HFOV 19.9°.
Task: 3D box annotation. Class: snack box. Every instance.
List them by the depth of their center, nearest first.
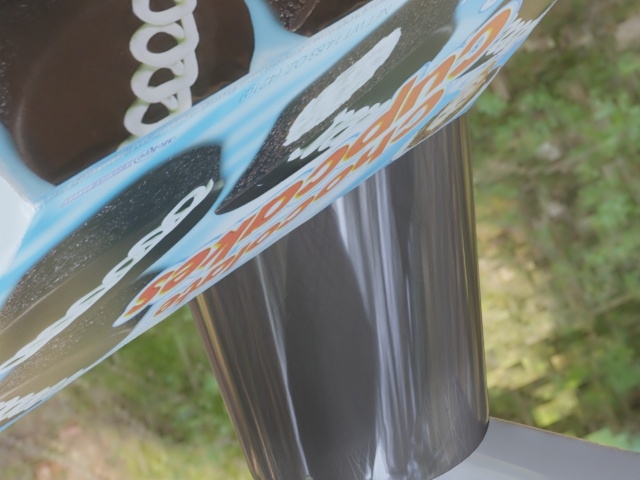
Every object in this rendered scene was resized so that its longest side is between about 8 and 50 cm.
[{"bbox_3d":[-0.020,-0.050,0.595,0.322,0.060,0.187,-35,170,-39],"label":"snack box"}]

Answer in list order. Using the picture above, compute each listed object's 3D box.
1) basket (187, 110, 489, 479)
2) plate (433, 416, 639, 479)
[{"bbox_3d":[0.000,0.000,0.901,0.154,0.227,0.204,-28,-154,-37],"label":"basket"},{"bbox_3d":[0.170,0.232,1.070,0.277,0.278,0.045,10,-140,44],"label":"plate"}]
